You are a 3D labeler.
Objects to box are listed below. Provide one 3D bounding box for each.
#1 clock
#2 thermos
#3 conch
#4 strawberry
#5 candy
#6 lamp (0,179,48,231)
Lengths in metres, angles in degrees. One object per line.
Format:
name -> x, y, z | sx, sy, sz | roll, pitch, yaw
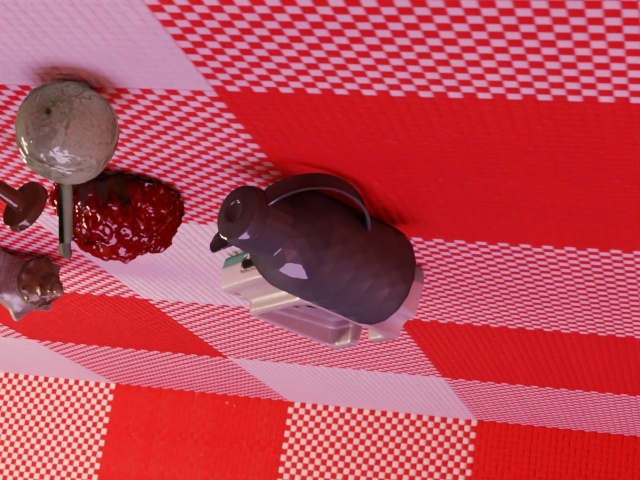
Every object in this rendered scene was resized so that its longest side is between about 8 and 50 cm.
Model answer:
clock -> -0.003, 0.085, 2.057 | 0.231, 0.116, 0.262 | 19, 160, -29
thermos -> 0.000, 0.000, 1.739 | 0.182, 0.145, 0.286 | -39, 138, 25
conch -> -0.541, 0.074, 2.314 | 0.233, 0.114, 0.137 | 9, 151, 19
strawberry -> -0.281, -0.014, 1.870 | 0.190, 0.111, 0.236 | 0, 163, 19
candy -> -0.318, -0.069, 1.635 | 0.119, 0.119, 0.440 | 11, 158, -7
lamp -> -0.453, -0.090, 1.673 | 0.121, 0.121, 0.214 | -6, 146, 41
